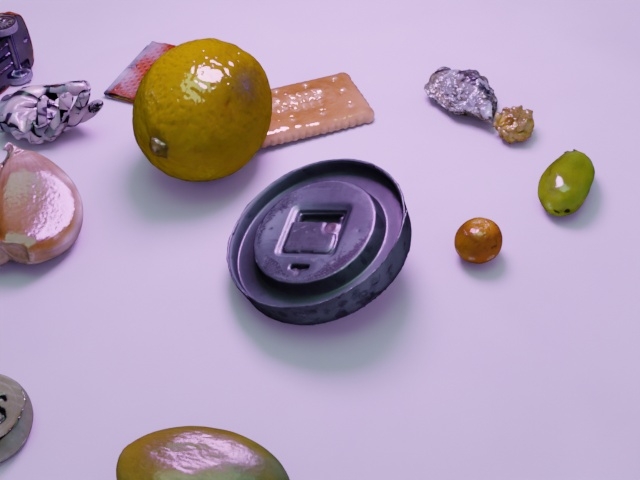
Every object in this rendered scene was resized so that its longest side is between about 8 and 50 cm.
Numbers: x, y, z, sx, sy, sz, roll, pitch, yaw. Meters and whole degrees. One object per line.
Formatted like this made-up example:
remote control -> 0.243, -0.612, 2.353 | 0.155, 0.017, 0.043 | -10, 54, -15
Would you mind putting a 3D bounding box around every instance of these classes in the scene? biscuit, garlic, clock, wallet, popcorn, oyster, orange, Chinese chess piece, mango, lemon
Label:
biscuit -> -0.033, -0.260, 1.968 | 0.249, 0.030, 0.160 | -14, 48, -15
garlic -> -0.519, -0.049, 1.738 | 0.217, 0.110, 0.228 | 7, 56, -7
clock -> 0.000, -0.002, 1.631 | 0.312, 0.061, 0.313 | -14, 47, 16
wallet -> -0.354, -0.347, 2.079 | 0.103, 0.020, 0.196 | 15, 48, 17
popcorn -> 0.366, -0.222, 1.904 | 0.082, 0.057, 0.083 | -26, 47, -24
oyster -> 0.285, -0.288, 1.971 | 0.177, 0.064, 0.125 | 29, 58, 27
orange -> 0.264, 0.001, 1.679 | 0.083, 0.070, 0.083 | -1, 33, 0
Chinese chess piece -> -0.491, 0.259, 1.461 | 0.144, 0.058, 0.144 | 0, 46, 0
mango -> 0.436, -0.110, 1.778 | 0.091, 0.074, 0.165 | 13, 47, 17
lemon -> -0.211, -0.233, 1.809 | 0.267, 0.267, 0.267 | -1, 45, 1
mango -> -0.159, 0.317, 1.374 | 0.237, 0.091, 0.137 | -1, 51, -7

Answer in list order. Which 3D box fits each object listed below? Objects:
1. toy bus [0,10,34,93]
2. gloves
toy bus -> -0.718, -0.330, 1.992 | 0.153, 0.143, 0.329 | 21, 51, 21
gloves -> -0.513, -0.245, 1.929 | 0.212, 0.111, 0.127 | 6, 22, 12
